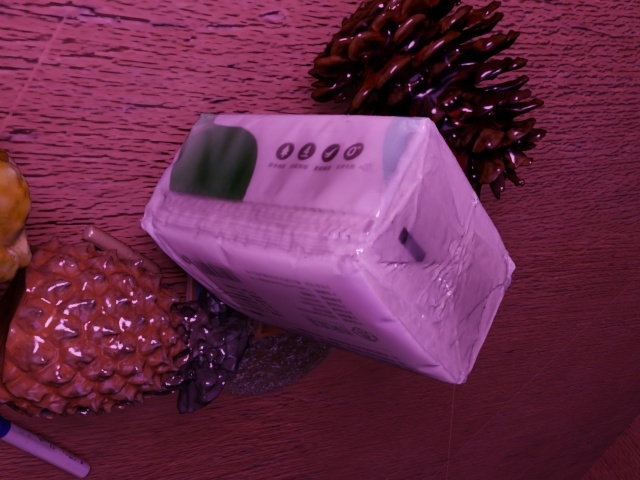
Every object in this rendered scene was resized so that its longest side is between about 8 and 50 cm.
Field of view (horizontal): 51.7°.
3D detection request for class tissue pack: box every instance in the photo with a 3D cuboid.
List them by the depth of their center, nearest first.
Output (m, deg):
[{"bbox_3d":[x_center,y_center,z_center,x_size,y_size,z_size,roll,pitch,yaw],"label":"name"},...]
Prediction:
[{"bbox_3d":[0.001,-0.001,0.758,0.266,0.356,0.194,48,63,-41],"label":"tissue pack"}]

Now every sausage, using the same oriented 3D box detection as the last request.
[{"bbox_3d":[-0.263,0.018,0.890,0.024,0.024,0.132,-41,138,8],"label":"sausage"}]

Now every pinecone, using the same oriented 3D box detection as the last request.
[{"bbox_3d":[0.135,-0.166,0.777,0.246,0.292,0.246,-41,179,0],"label":"pinecone"}]

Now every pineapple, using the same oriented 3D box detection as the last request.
[{"bbox_3d":[-0.230,0.134,0.858,0.357,0.223,0.223,19,118,-34],"label":"pineapple"}]

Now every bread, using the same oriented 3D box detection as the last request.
[{"bbox_3d":[-0.073,0.179,1.153,0.266,0.040,0.267,-17,136,-18],"label":"bread"}]

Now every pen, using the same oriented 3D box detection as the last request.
[{"bbox_3d":[-0.457,0.328,1.057,0.033,0.033,0.269,-32,139,-2],"label":"pen"}]

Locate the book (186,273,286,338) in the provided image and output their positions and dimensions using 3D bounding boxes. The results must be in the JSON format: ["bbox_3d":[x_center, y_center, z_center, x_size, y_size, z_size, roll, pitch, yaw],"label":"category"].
[{"bbox_3d":[-0.022,0.029,1.020,0.373,0.028,0.263,-6,122,-27],"label":"book"}]

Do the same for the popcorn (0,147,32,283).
[{"bbox_3d":[-0.405,-0.038,0.589,0.276,0.226,0.276,-26,171,-4],"label":"popcorn"}]
